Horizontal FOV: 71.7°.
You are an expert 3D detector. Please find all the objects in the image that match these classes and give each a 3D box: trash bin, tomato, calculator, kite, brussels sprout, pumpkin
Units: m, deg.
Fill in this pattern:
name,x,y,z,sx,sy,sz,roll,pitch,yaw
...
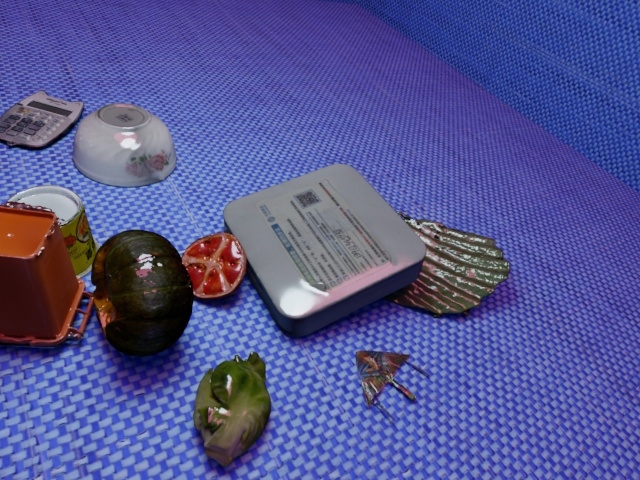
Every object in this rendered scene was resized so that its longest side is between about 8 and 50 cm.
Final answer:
name,x,y,z,sx,sy,sz,roll,pitch,yaw
trash bin,-0.506,0.067,0.776,0.184,0.239,0.161,9,42,-15
tomato,-0.230,0.064,0.997,0.155,0.069,0.156,-3,71,10
calculator,-0.807,-0.342,1.269,0.176,0.040,0.268,15,42,-3
kite,0.136,0.286,0.943,0.160,0.010,0.182,34,40,23
brussels sprout,-0.148,0.289,0.779,0.139,0.101,0.181,29,27,-17
pumpkin,-0.326,0.096,0.822,0.159,0.238,0.238,-9,47,-35

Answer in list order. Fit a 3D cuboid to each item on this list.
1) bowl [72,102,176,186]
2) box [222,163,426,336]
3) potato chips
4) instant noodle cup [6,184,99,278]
name,x,y,z,sx,sy,sz,roll,pitch,yaw
bowl,-0.540,-0.285,1.230,0.276,0.145,0.277,9,40,-8
box,0.000,0.000,1.091,0.396,0.111,0.396,-22,53,-20
potato chips,0.308,0.038,1.212,0.388,0.097,0.373,14,43,3
instant noodle cup,-0.564,-0.018,0.921,0.182,0.144,0.182,10,42,-9
